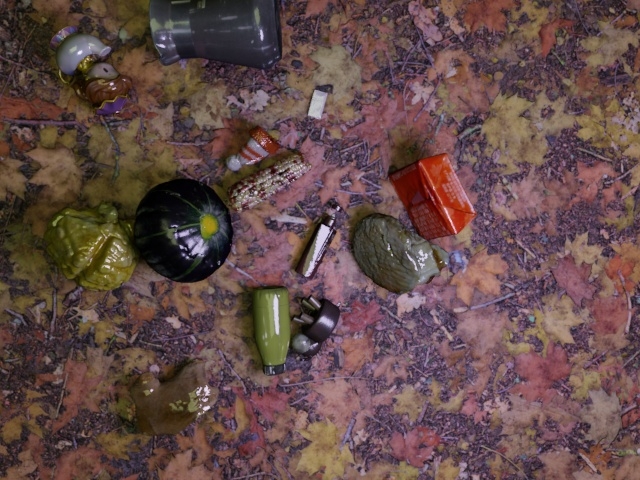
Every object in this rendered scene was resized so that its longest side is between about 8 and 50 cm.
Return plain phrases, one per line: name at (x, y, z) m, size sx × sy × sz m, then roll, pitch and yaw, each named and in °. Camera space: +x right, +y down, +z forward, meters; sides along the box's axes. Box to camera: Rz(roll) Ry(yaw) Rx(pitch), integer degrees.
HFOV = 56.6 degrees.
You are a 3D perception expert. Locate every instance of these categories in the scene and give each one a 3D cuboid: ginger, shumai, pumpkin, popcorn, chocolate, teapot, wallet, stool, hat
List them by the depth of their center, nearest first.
popcorn at (-0.637, 0.015, 1.677) m, size 0.270 × 0.224 × 0.258 m, roll -5°, pitch 85°, yaw 2°
pumpkin at (-0.403, -0.028, 1.683) m, size 0.295 × 0.296 × 0.296 m, roll 0°, pitch 92°, yaw -4°
teapot at (-0.288, -0.627, 1.688) m, size 0.343 × 0.253 × 0.300 m, roll -3°, pitch 58°, yaw 0°
chocolate at (0.328, -0.129, 1.740) m, size 0.107 × 0.237 × 0.235 m, roll -29°, pitch 93°, yaw -13°
ginger at (-0.439, 0.460, 1.750) m, size 0.221 × 0.130 × 0.276 m, roll 41°, pitch 83°, yaw 5°
hat at (-0.212, -0.262, 1.770) m, size 0.162 × 0.112 × 0.094 m, roll -43°, pitch 66°, yaw 8°
stool at (-0.025, 0.255, 1.773) m, size 0.121 × 0.125 × 0.217 m, roll 30°, pitch 98°, yaw -15°
shumai at (0.240, 0.024, 1.790) m, size 0.203 × 0.222 × 0.272 m, roll -26°, pitch 81°, yaw -42°
wallet at (-0.009, -0.416, 1.814) m, size 0.044 × 0.011 × 0.083 m, roll 16°, pitch 91°, yaw -4°

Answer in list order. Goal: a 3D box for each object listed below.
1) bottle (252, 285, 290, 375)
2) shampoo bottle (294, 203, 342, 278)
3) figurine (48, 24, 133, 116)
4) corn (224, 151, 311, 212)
bottle at (-0.144, 0.269, 1.772) m, size 0.111 × 0.112 × 0.261 m, roll -3°, pitch 92°, yaw -4°
shampoo bottle at (0.002, 0.001, 1.801) m, size 0.067 × 0.068 × 0.237 m, roll 27°, pitch 91°, yaw -5°
figurine at (-0.650, -0.478, 1.703) m, size 0.189 × 0.142 × 0.263 m, roll -36°, pitch 96°, yaw 29°
corn at (-0.156, -0.176, 1.770) m, size 0.280 × 0.092 × 0.092 m, roll -30°, pitch 94°, yaw -4°
